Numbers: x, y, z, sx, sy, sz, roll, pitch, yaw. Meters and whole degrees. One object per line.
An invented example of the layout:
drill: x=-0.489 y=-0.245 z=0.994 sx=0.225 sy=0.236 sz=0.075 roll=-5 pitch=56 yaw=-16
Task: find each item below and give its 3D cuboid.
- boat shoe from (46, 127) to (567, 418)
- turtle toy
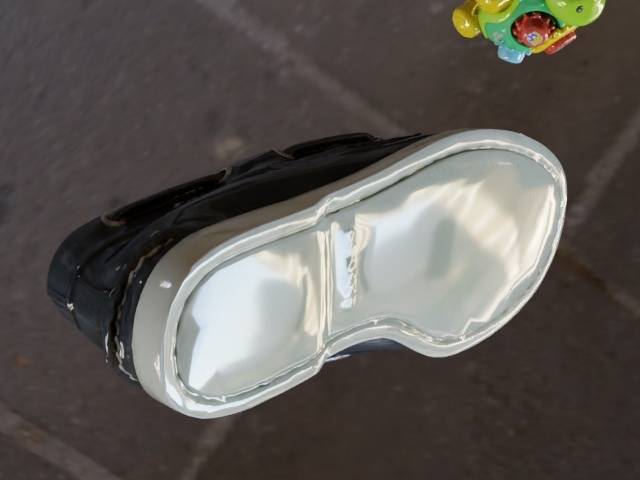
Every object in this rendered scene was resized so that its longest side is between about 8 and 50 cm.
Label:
boat shoe: x=-0.001 y=0.004 z=1.007 sx=0.340 sy=0.113 sz=0.127 roll=-22 pitch=121 yaw=-47
turtle toy: x=0.154 y=-0.165 z=1.355 sx=0.095 sy=0.130 sz=0.066 roll=-33 pitch=87 yaw=-18
